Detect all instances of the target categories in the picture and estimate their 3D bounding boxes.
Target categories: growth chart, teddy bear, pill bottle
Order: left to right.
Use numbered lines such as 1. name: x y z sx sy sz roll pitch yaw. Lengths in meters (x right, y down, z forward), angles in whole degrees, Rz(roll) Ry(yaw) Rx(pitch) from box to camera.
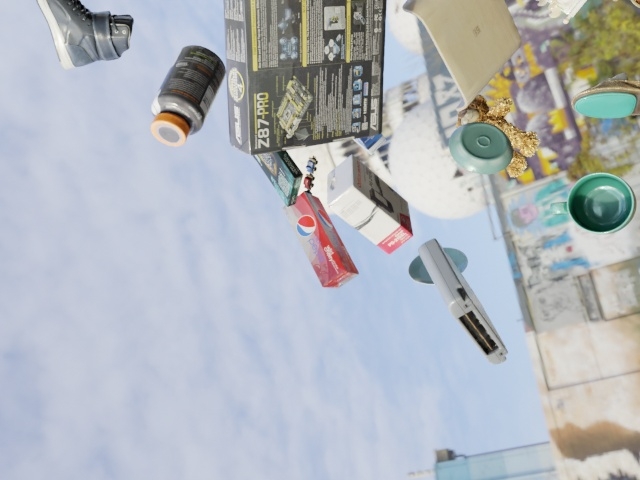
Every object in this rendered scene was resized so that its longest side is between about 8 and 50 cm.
1. pill bottle: -0.324 -0.343 1.631 0.130 0.131 0.245 46 -133 -38
2. teddy bear: 0.589 -0.360 2.302 0.113 0.245 0.337 -19 -111 -33
3. growth chart: 0.643 -0.723 1.842 0.237 0.172 0.021 53 -149 14

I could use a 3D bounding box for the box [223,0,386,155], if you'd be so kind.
1. box: -0.022 -0.379 1.292 0.318 0.097 0.394 -16 -62 -32

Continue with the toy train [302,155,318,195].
1. toy train: -0.035 -0.171 1.948 0.036 0.027 0.158 -29 -40 -46

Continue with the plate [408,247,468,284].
1. plate: 0.369 0.086 2.127 0.188 0.188 0.024 -72 -31 -51

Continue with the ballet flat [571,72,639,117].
1. ballet flat: 0.517 -0.240 1.106 0.073 0.206 0.067 79 -163 -61

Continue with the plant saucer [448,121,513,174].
1. plant saucer: 0.295 -0.175 1.234 0.021 0.120 0.119 95 173 -60

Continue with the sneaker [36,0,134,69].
1. sneaker: -0.458 -0.456 1.330 0.086 0.164 0.226 -99 0 -48

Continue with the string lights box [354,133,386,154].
1. string lights box: 0.114 -0.393 2.208 0.133 0.077 0.260 45 -178 27

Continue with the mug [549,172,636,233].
1. mug: 0.589 -0.082 1.444 0.158 0.129 0.097 31 -165 27

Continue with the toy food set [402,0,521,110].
1. toy food set: 0.329 -0.486 1.572 0.219 0.092 0.306 -48 -55 -12

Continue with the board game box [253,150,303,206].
1. board game box: -0.106 -0.182 1.566 0.026 0.126 0.186 -26 -110 -22

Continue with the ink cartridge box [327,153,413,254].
1. ink cartridge box: 0.136 -0.100 1.869 0.237 0.100 0.172 37 -151 -24

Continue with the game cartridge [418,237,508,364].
1. game cartridge: 0.308 0.129 1.471 0.297 0.062 0.198 47 -169 -43

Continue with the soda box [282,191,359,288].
1. soda box: 0.000 0.000 1.837 0.092 0.083 0.263 15 -137 -62

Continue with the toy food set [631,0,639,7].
1. toy food set: 0.921 -0.712 1.883 0.038 0.192 0.132 -92 8 -71
